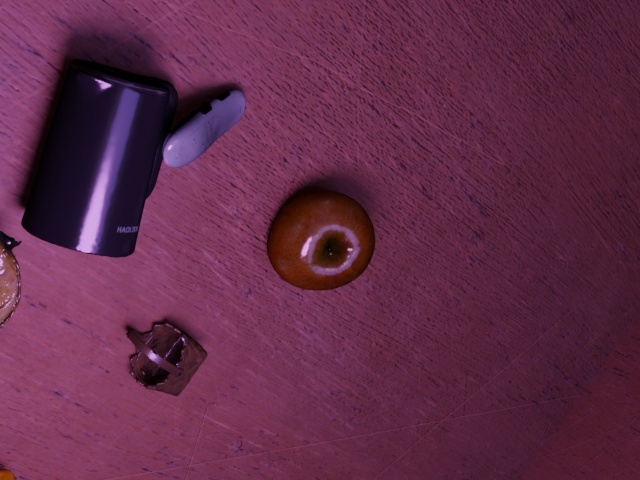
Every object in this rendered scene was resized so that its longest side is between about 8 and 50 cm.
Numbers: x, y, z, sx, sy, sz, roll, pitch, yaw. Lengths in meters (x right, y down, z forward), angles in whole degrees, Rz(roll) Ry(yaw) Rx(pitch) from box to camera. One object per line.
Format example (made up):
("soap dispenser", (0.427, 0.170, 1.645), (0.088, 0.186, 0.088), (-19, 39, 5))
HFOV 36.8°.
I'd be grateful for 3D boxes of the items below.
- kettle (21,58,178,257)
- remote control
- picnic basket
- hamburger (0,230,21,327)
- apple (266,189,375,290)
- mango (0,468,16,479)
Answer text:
("kettle", (-0.363, -0.143, 1.710), (0.262, 0.203, 0.308), (10, 104, -38))
("remote control", (-0.214, -0.215, 1.829), (0.256, 0.045, 0.097), (-48, 154, -44))
("picnic basket", (-0.333, 0.237, 1.975), (0.138, 0.128, 0.178), (-55, 151, -5))
("hamburger", (-0.635, 0.107, 1.670), (0.309, 0.132, 0.211), (-42, 132, -12))
("apple", (0.000, 0.000, 2.083), (0.236, 0.207, 0.237), (-5, 105, -19))
("mango", (-0.688, 0.553, 1.863), (0.257, 0.138, 0.187), (-56, 146, 8))
